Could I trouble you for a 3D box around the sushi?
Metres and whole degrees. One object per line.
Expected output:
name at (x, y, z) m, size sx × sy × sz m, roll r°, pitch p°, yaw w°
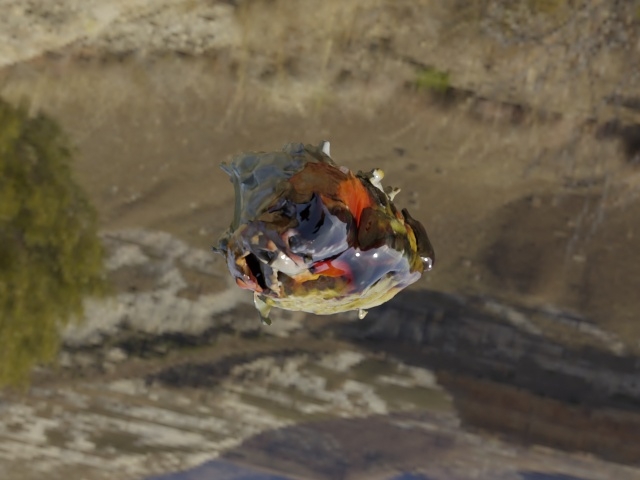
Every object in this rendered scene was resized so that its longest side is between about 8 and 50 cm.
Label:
sushi at (-0.003, -0.003, 0.745) m, size 0.097 × 0.103 × 0.226 m, roll -34°, pitch 158°, yaw 13°
